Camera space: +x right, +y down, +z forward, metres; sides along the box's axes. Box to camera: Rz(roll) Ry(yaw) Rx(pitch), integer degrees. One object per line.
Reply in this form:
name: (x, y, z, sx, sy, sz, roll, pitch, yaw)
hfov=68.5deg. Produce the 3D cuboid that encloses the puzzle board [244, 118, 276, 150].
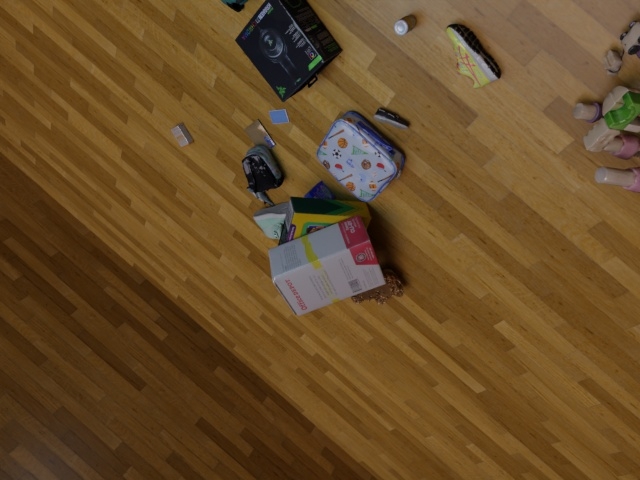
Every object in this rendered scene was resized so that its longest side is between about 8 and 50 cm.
puzzle board: (-0.249, -0.428, 1.947, 0.096, 0.011, 0.128, -22, 109, 43)

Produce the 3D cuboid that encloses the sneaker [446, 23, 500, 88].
sneaker: (0.418, -0.521, 1.346, 0.208, 0.081, 0.094, 49, 139, -9)

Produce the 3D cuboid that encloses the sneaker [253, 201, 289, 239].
sneaker: (-0.169, -0.081, 2.115, 0.256, 0.094, 0.151, -7, 126, 37)

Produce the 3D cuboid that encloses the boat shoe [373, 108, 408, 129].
boat shoe: (0.243, -0.411, 1.589, 0.125, 0.038, 0.046, 24, 177, 19)

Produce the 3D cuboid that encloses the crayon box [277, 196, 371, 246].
crayon box: (0.000, 0.000, 1.905, 0.313, 0.106, 0.363, 2, 134, -18)

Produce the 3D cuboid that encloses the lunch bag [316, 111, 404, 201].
lunch bag: (0.149, -0.300, 1.693, 0.303, 0.115, 0.243, 41, 135, 2)

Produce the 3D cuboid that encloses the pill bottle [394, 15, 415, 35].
pill bottle: (0.250, -0.631, 1.374, 0.043, 0.083, 0.043, 19, 132, 23)

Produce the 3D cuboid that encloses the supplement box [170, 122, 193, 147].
supplement box: (-0.635, -0.483, 2.159, 0.062, 0.036, 0.098, -9, 117, 40)

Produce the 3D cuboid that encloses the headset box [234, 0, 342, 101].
headset box: (-0.104, -0.646, 1.580, 0.246, 0.131, 0.283, -27, 106, 46)

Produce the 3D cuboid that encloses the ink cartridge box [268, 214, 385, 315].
ink cartridge box: (0.025, 0.103, 1.820, 0.385, 0.160, 0.279, -21, 137, 4)

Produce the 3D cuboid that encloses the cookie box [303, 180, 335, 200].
cookie box: (-0.003, -0.177, 1.901, 0.092, 0.107, 0.040, 48, 137, -7)

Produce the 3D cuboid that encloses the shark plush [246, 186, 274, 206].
shark plush: (-0.265, -0.214, 2.102, 0.067, 0.073, 0.161, -34, 97, 16)

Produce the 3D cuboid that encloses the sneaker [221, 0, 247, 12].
sneaker: (-0.258, -0.849, 1.514, 0.121, 0.108, 0.302, 42, 165, -16)

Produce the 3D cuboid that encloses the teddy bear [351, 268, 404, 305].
teddy bear: (0.220, 0.186, 2.052, 0.245, 0.113, 0.338, 49, 145, 3)

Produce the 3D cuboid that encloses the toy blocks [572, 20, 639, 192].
toy blocks: (0.839, -0.312, 1.152, 0.260, 0.309, 0.288, 5, 148, -9)

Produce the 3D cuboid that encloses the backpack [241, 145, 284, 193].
backpack: (-0.249, -0.302, 1.966, 0.152, 0.115, 0.182, -16, 125, 20)

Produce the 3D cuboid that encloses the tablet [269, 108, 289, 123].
tablet: (-0.162, -0.486, 1.842, 0.083, 0.006, 0.054, 5, 126, 33)
